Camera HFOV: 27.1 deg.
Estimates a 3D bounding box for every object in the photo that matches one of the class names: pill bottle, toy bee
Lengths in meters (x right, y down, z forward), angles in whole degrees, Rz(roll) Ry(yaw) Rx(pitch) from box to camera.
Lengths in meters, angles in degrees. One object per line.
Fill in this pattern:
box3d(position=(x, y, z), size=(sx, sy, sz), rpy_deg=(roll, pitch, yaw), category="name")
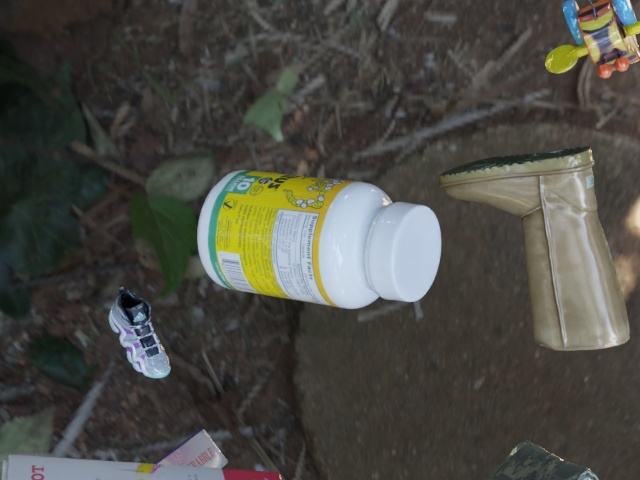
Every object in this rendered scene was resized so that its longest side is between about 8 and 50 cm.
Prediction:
box3d(position=(0.000, 0.000, 1.228), size=(0.208, 0.117, 0.118), rpy_deg=(8, 68, 34), category="pill bottle")
box3d(position=(0.414, -0.301, 1.977), size=(0.195, 0.298, 0.162), rpy_deg=(-30, 64, 40), category="toy bee")

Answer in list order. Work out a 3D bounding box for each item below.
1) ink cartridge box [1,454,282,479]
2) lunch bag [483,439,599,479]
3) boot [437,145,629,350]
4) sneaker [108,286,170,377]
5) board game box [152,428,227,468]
box3d(position=(-0.180, 0.336, 1.370), size=(0.306, 0.226, 0.131), rpy_deg=(5, 111, -12), category="ink cartridge box")
box3d(position=(0.326, 0.418, 1.676), size=(0.169, 0.235, 0.287), rpy_deg=(-40, 98, -8), category="lunch bag")
box3d(position=(0.289, 0.018, 1.826), size=(0.236, 0.089, 0.270), rpy_deg=(-4, 102, 34), category="boot")
box3d(position=(-0.184, 0.090, 1.359), size=(0.038, 0.069, 0.098), rpy_deg=(-28, 64, -31), category="sneaker")
box3d(position=(-0.306, 0.397, 1.757), size=(0.318, 0.318, 0.066), rpy_deg=(-38, 86, 16), category="board game box")
